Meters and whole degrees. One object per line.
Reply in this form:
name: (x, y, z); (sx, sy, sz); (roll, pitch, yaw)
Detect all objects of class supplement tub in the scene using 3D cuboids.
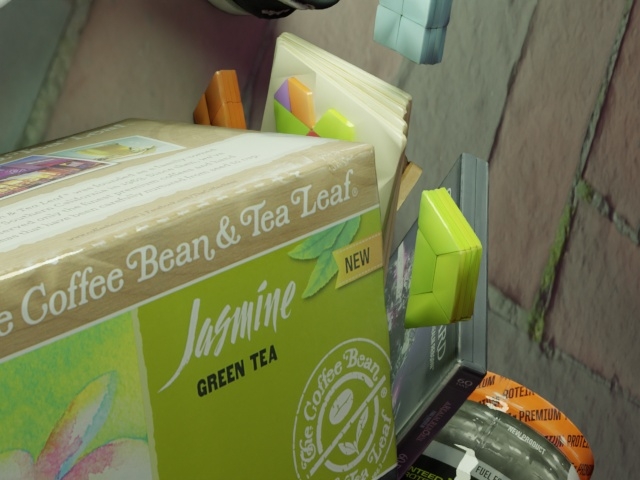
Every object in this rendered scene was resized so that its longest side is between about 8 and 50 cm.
supplement tub: (0.073, 0.278, 1.114); (0.338, 0.207, 0.207); (-55, 135, -28)

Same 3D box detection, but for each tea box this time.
tea box: (-0.138, 0.123, 0.805); (0.329, 0.220, 0.324); (-24, 115, -46)

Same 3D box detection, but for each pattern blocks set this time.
pattern blocks set: (-0.003, -0.026, 0.902); (0.026, 0.285, 0.325); (-10, 111, -35)

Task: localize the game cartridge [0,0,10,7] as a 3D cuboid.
game cartridge: (-0.156, -0.263, 0.769); (0.297, 0.062, 0.198); (-43, 116, -23)

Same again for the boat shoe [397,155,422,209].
boat shoe: (0.000, 0.000, 1.085); (0.073, 0.073, 0.207); (37, 59, -8)

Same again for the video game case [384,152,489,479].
video game case: (0.041, 0.096, 0.980); (0.026, 0.274, 0.196); (22, 42, -13)

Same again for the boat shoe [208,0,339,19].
boat shoe: (-0.081, -0.250, 0.903); (0.302, 0.091, 0.114); (37, 69, -48)
